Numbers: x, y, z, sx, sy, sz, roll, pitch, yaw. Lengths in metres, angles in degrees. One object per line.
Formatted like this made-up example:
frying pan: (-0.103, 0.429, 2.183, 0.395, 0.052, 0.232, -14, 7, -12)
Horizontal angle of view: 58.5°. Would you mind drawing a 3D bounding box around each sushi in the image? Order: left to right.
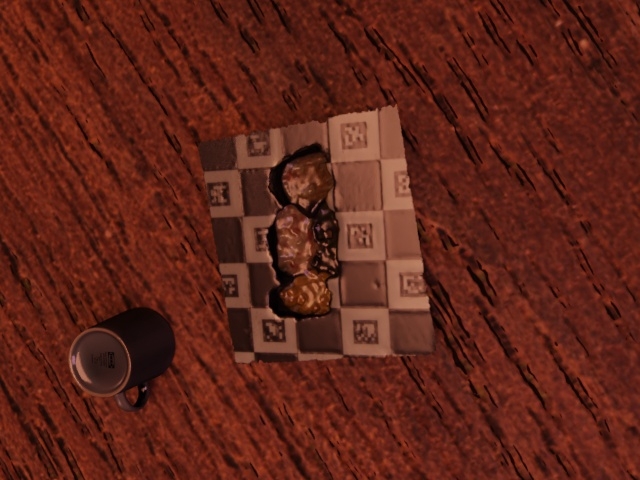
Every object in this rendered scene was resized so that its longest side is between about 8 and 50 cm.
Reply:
sushi: (0.000, 0.000, 0.530, 0.192, 0.050, 0.215, -7, 97, 17)

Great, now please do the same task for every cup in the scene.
cup: (-0.196, 0.123, 0.569, 0.078, 0.077, 0.100, -10, 92, 13)
